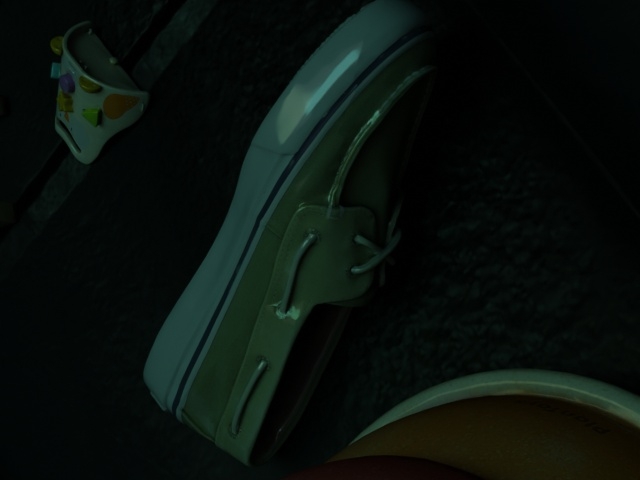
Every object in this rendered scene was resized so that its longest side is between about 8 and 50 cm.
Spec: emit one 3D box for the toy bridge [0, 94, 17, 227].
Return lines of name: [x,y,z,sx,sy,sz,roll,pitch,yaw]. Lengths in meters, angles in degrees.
toy bridge: [-0.258,-0.092,1.262,0.063,0.026,0.188,-16,76,40]

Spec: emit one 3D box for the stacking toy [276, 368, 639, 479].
stacking toy: [-0.019,0.225,0.740,0.350,0.480,0.351,-5,82,39]

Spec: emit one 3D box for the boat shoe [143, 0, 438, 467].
boat shoe: [0.000,0.000,1.007,0.094,0.109,0.302,39,119,19]

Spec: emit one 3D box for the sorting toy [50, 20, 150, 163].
sorting toy: [-0.162,-0.095,1.182,0.083,0.045,0.075,50,135,31]
